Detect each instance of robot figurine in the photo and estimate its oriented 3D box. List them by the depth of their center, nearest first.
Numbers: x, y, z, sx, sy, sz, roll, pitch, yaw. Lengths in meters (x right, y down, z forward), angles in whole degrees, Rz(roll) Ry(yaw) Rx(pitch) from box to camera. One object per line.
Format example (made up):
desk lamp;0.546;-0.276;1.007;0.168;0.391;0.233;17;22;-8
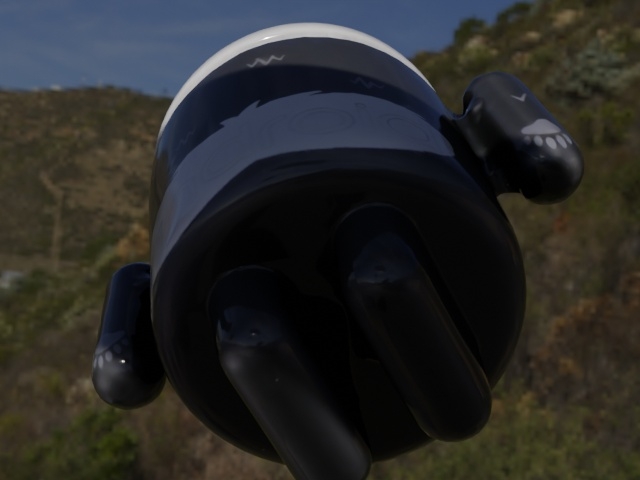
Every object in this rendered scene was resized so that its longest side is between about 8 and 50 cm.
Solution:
robot figurine;0.003;0.001;0.643;0.209;0.174;0.278;8;26;-11
